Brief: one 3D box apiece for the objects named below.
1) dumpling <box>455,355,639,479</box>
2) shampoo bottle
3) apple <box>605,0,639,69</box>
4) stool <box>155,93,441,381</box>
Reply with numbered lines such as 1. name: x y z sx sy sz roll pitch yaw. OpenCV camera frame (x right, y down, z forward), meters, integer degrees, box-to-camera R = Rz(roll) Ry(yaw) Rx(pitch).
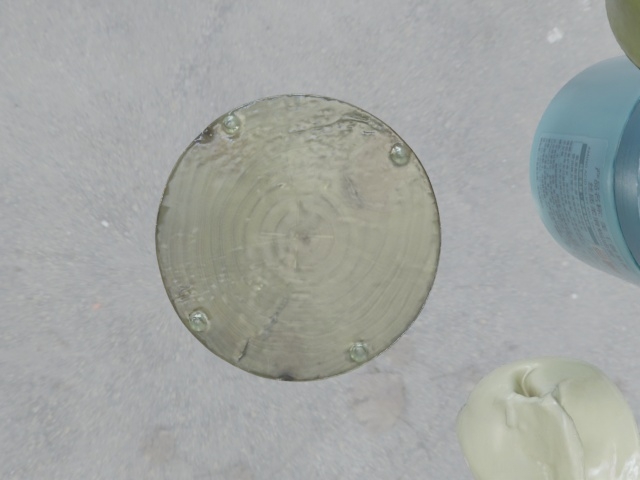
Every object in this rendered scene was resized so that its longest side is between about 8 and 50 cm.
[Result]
1. dumpling: 0.300 0.309 1.252 0.233 0.395 0.316 -4 86 7
2. shampoo bottle: 0.480 -0.087 1.236 0.331 0.342 0.331 -1 97 -9
3. apple: 0.378 -0.231 0.716 0.360 0.311 0.320 8 102 31
4. stool: 0.000 0.000 0.702 0.179 0.264 0.179 0 89 6
